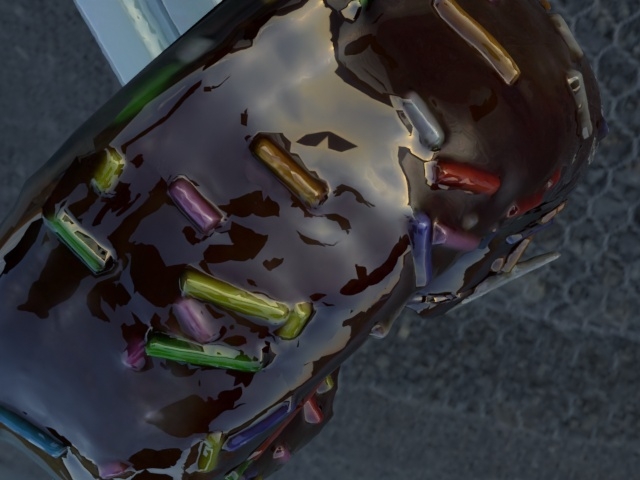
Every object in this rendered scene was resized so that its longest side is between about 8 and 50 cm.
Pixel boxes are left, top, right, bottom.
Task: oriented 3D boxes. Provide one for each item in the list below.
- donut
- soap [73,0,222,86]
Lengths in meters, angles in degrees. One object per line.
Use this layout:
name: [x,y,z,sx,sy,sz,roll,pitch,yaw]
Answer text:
donut: [-0.001,0.000,0.411,0.096,0.230,0.216,50,158,11]
soap: [-0.021,-0.143,0.730,0.208,0.115,0.347,-7,129,29]
